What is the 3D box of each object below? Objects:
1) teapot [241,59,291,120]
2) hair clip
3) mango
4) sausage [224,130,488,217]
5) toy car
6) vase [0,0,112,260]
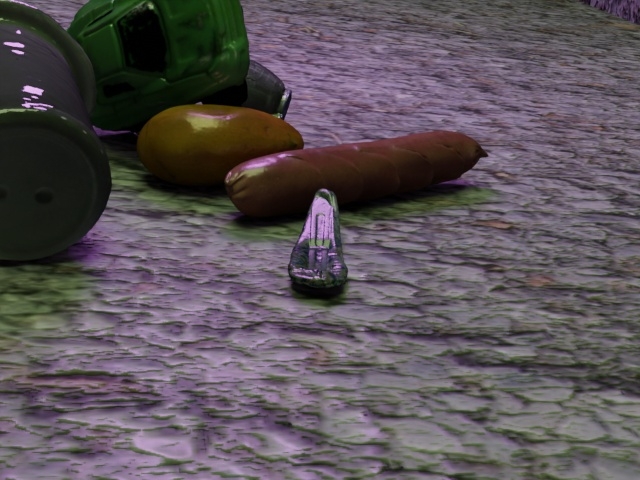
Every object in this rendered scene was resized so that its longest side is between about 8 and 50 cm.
[{"bbox_3d":[-0.100,-0.221,1.580,0.108,0.111,0.149,19,17,-2],"label":"teapot"},{"bbox_3d":[0.000,0.002,1.139,0.066,0.036,0.229,1,28,2],"label":"hair clip"},{"bbox_3d":[-0.131,-0.127,1.338,0.227,0.109,0.147,-2,-1,-15],"label":"mango"},{"bbox_3d":[0.057,-0.093,1.326,0.433,0.087,0.088,-11,27,-34],"label":"sausage"},{"bbox_3d":[-0.257,-0.266,1.423,0.176,0.213,0.359,-13,3,-43],"label":"toy car"},{"bbox_3d":[-0.356,-0.123,1.125,0.245,0.245,0.291,-4,28,-21],"label":"vase"}]
